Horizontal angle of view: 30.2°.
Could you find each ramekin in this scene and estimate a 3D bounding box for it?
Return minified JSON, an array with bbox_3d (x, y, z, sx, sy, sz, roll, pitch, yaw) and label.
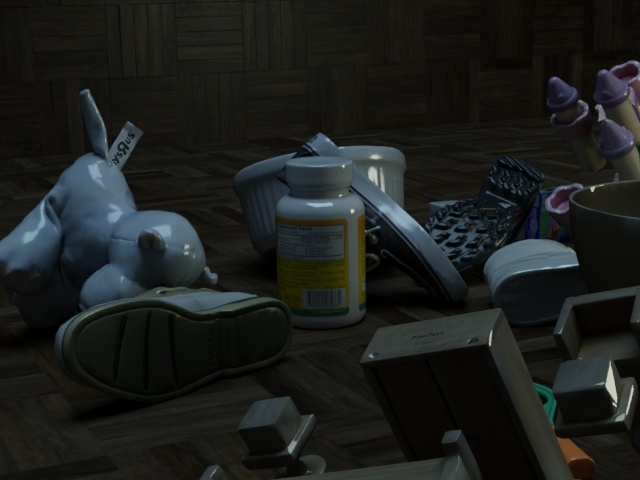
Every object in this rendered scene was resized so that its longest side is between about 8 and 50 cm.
[{"bbox_3d":[0.006,-0.051,1.815,0.273,0.127,0.273,-8,-8,-1],"label":"ramekin"}]

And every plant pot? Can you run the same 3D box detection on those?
[{"bbox_3d":[0.416,0.046,1.310,0.284,0.190,0.284,-1,12,0],"label":"plant pot"}]

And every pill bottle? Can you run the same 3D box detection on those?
[{"bbox_3d":[0.000,0.000,1.532,0.118,0.208,0.117,-2,12,0],"label":"pill bottle"}]

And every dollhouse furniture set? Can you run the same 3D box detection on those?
[{"bbox_3d":[0.073,0.215,0.753,0.303,0.173,0.355,-13,25,30],"label":"dollhouse furniture set"}]

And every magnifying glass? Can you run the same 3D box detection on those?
[{"bbox_3d":[0.202,0.174,1.126,0.092,0.026,0.231,-3,13,-10],"label":"magnifying glass"}]

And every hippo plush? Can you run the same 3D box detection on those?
[{"bbox_3d":[-0.235,0.019,1.489,0.237,0.294,0.234,28,-5,31],"label":"hippo plush"}]

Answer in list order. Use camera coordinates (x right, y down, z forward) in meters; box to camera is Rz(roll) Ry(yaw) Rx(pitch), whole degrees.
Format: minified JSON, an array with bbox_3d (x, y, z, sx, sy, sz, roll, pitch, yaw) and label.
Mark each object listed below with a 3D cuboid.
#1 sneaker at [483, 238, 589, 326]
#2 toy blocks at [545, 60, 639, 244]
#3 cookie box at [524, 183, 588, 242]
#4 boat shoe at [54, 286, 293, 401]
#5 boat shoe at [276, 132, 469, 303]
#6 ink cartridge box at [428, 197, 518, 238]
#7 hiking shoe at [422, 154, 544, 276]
[{"bbox_3d":[0.360,0.038,1.557,0.293,0.108,0.169,-3,15,0],"label":"sneaker"},{"bbox_3d":[0.487,-0.177,1.805,0.309,0.260,0.288,-16,36,26],"label":"toy blocks"},{"bbox_3d":[0.396,-0.044,1.984,0.107,0.091,0.040,-9,17,-30],"label":"cookie box"},{"bbox_3d":[-0.172,0.109,1.305,0.103,0.113,0.302,8,5,43],"label":"boat shoe"},{"bbox_3d":[0.067,-0.010,1.622,0.105,0.306,0.113,-44,-4,-5],"label":"boat shoe"},{"bbox_3d":[0.262,-0.034,2.035,0.099,0.056,0.135,-7,12,-27],"label":"ink cartridge box"},{"bbox_3d":[0.243,-0.003,1.806,0.113,0.132,0.304,32,48,25],"label":"hiking shoe"}]
